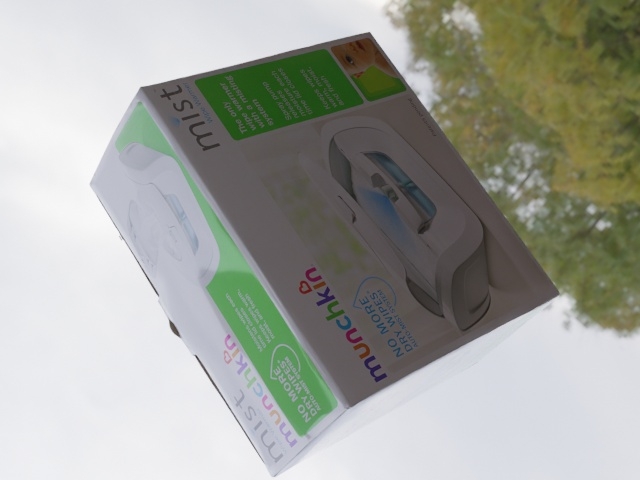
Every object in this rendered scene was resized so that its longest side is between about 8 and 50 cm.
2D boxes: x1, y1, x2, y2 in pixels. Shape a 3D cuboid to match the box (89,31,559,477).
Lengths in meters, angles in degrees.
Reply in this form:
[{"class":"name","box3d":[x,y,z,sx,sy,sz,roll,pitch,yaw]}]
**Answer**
[{"class":"box","box3d":[0.000,0.000,0.827,0.231,0.127,0.262,-20,-110,-40]}]
